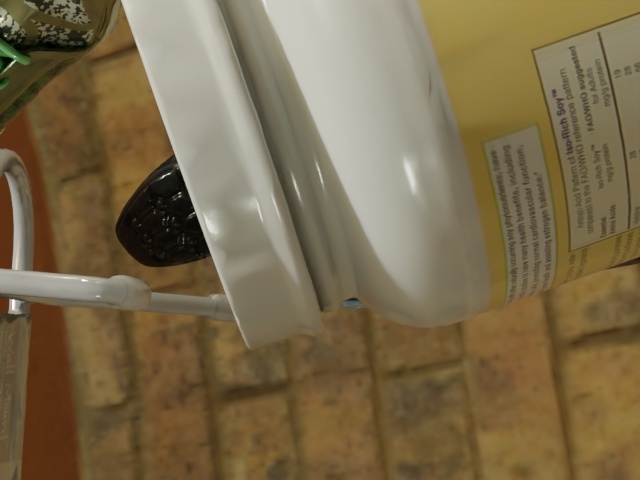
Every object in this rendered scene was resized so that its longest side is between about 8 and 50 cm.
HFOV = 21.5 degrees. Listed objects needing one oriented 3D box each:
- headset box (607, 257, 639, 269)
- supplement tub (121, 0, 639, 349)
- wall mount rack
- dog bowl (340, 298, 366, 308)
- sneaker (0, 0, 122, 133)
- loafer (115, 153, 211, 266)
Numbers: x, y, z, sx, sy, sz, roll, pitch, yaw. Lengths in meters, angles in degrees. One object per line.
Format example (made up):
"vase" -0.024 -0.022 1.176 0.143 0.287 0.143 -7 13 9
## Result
"headset box" 0.341 -0.085 1.677 0.293 0.218 0.110 -8 -58 -27
"supplement tub" 0.093 -0.105 0.692 0.241 0.331 0.241 160 90 -87
"wall mount rack" -0.127 0.131 0.957 0.304 0.130 0.350 32 -118 -82
"dog bowl" 0.000 0.000 2.008 0.297 0.074 0.166 10 -117 -43
"sneaker" -0.317 -0.148 1.520 0.158 0.410 0.182 37 -133 -11
"loafer" -0.047 -0.054 1.167 0.076 0.223 0.078 52 -156 -10
